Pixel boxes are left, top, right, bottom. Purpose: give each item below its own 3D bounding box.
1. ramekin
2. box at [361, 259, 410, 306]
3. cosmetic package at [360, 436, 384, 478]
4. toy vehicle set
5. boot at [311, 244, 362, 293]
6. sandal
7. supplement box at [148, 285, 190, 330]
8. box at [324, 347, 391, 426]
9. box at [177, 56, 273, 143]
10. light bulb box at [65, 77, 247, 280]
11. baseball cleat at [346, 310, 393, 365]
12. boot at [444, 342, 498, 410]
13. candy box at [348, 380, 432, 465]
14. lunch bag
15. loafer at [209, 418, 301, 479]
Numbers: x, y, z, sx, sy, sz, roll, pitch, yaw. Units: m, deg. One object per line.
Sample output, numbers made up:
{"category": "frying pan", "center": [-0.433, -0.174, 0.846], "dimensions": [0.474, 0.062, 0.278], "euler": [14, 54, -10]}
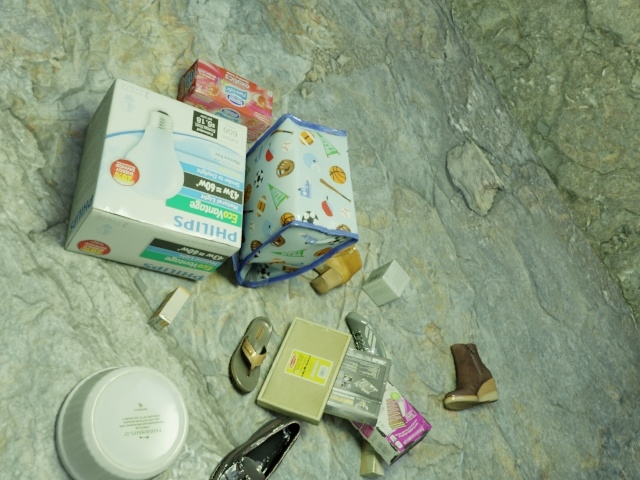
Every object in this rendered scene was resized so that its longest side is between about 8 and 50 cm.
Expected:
{"category": "ramekin", "center": [-0.404, 0.389, 1.409], "dimensions": [0.273, 0.127, 0.272], "euler": [20, 56, -32]}
{"category": "box", "center": [0.207, 0.133, 2.085], "dimensions": [0.087, 0.101, 0.102], "euler": [49, 45, -10]}
{"category": "cosmetic package", "center": [0.144, 0.585, 1.824], "dimensions": [0.041, 0.060, 0.115], "euler": [27, 51, -26]}
{"category": "toy vehicle set", "center": [-0.038, 0.336, 1.745], "dimensions": [0.166, 0.035, 0.266], "euler": [18, 52, 10]}
{"category": "boot", "center": [0.001, 0.000, 1.994], "dimensions": [0.211, 0.104, 0.295], "euler": [-37, 99, -50]}
{"category": "sandal", "center": [-0.166, 0.285, 1.715], "dimensions": [0.090, 0.060, 0.219], "euler": [39, 48, -18]}
{"category": "supplement box", "center": [-0.365, 0.163, 1.608], "dimensions": [0.036, 0.062, 0.098], "euler": [43, 46, -16]}
{"category": "box", "center": [0.060, 0.375, 1.783], "dimensions": [0.231, 0.056, 0.183], "euler": [14, 52, 6]}
{"category": "box", "center": [-0.275, -0.403, 1.942], "dimensions": [0.257, 0.123, 0.128], "euler": [20, 57, -32]}
{"category": "light bulb box", "center": [-0.389, -0.135, 1.622], "dimensions": [0.358, 0.225, 0.360], "euler": [16, 58, -29]}
{"category": "baseball cleat", "center": [0.132, 0.308, 1.953], "dimensions": [0.206, 0.072, 0.109], "euler": [50, 52, -3]}
{"category": "boot", "center": [0.461, 0.439, 2.176], "dimensions": [0.249, 0.090, 0.206], "euler": [4, 53, -38]}
{"category": "candy box", "center": [0.168, 0.475, 1.829], "dimensions": [0.233, 0.071, 0.159], "euler": [43, 39, 24]}
{"category": "lunch bag", "center": [-0.109, -0.084, 1.729], "dimensions": [0.239, 0.385, 0.327], "euler": [14, 60, -31]}
{"category": "loafer", "center": [-0.154, 0.523, 1.573], "dimensions": [0.109, 0.095, 0.302], "euler": [53, 45, -5]}
